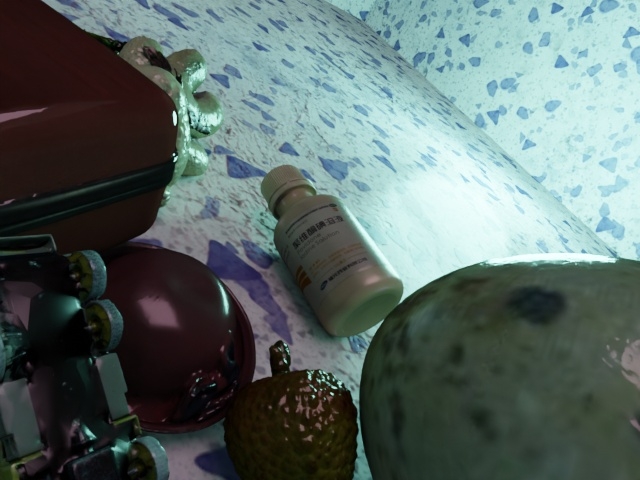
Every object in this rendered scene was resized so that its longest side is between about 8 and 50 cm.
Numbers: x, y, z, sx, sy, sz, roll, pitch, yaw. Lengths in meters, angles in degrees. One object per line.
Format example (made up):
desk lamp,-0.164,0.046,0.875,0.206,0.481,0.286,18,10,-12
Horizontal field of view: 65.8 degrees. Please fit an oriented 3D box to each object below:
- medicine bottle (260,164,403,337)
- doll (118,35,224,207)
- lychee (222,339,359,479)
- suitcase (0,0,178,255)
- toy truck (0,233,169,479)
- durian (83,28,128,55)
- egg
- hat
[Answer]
medicine bottle,0.000,0.000,0.660,0.114,0.114,0.252,3,43,-44
doll,-0.199,-0.175,0.649,0.175,0.149,0.278,41,34,-13
lychee,-0.024,0.156,0.411,0.114,0.114,0.146,-1,74,-46
suitcase,-0.290,-0.104,0.406,0.297,0.161,0.236,37,35,16
toy truck,-0.182,0.098,0.313,0.085,0.116,0.191,-11,77,-53
durian,-0.342,-0.225,0.629,0.132,0.107,0.375,14,11,33
egg,0.235,0.183,0.408,0.428,0.345,0.345,33,28,12
hat,-0.140,0.067,0.444,0.205,0.089,0.205,26,31,-17
